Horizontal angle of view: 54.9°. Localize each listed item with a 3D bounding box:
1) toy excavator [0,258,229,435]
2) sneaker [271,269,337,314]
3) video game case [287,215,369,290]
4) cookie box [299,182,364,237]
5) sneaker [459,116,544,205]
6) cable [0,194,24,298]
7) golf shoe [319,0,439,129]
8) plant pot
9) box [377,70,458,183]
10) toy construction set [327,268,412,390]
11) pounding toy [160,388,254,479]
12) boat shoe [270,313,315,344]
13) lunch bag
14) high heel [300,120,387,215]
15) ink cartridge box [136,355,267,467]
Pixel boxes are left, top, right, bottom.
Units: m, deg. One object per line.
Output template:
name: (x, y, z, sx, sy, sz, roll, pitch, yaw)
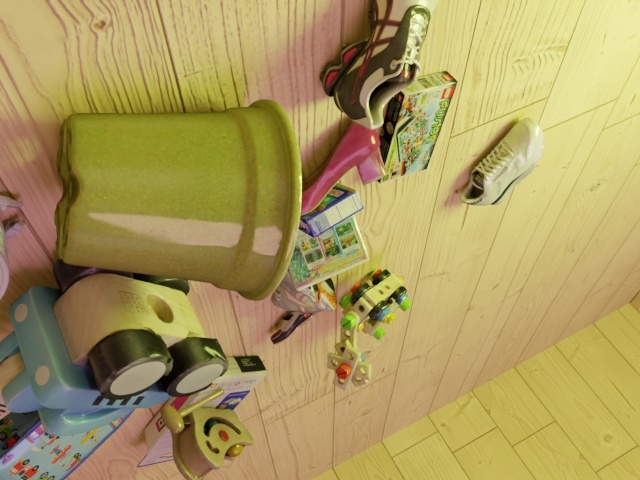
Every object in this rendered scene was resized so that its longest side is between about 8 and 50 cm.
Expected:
toy excavator: (-0.433, 0.215, 0.931, 0.445, 0.222, 0.433, -40, 153, 13)
sneaker: (-0.062, 0.094, 1.257, 0.121, 0.099, 0.262, -21, 143, 14)
video game case: (0.000, 0.000, 1.154, 0.157, 0.143, 0.019, -22, -172, -18)
cookie box: (0.007, -0.056, 1.094, 0.107, 0.092, 0.040, -31, 116, -16)
sneaker: (0.388, -0.161, 1.325, 0.095, 0.090, 0.235, -3, 137, -26)
cable: (-0.520, 0.035, 0.752, 0.257, 0.089, 0.257, -45, 147, 19)
golf shoe: (0.115, -0.284, 0.866, 0.105, 0.120, 0.272, 2, 133, -42)
plant pot: (-0.197, -0.059, 0.791, 0.254, 0.276, 0.276, 2, 135, -27)
box: (0.163, -0.199, 1.105, 0.114, 0.036, 0.207, -19, 146, -23)
toy construction set: (0.101, 0.180, 1.400, 0.215, 0.151, 0.327, -53, 179, 31)
pounding toy: (-0.237, 0.445, 1.403, 0.155, 0.154, 0.269, -42, 149, 13)
boat shoe: (-0.070, 0.189, 1.429, 0.137, 0.049, 0.043, -41, 106, 17)
lunch bag: (-0.485, 0.340, 1.194, 0.293, 0.138, 0.221, -33, 148, -19)
high heel: (-0.012, -0.120, 1.046, 0.244, 0.082, 0.117, -21, 116, 7)
ink cartridge box: (-0.301, 0.420, 1.515, 0.176, 0.069, 0.371, 8, 127, -49)
